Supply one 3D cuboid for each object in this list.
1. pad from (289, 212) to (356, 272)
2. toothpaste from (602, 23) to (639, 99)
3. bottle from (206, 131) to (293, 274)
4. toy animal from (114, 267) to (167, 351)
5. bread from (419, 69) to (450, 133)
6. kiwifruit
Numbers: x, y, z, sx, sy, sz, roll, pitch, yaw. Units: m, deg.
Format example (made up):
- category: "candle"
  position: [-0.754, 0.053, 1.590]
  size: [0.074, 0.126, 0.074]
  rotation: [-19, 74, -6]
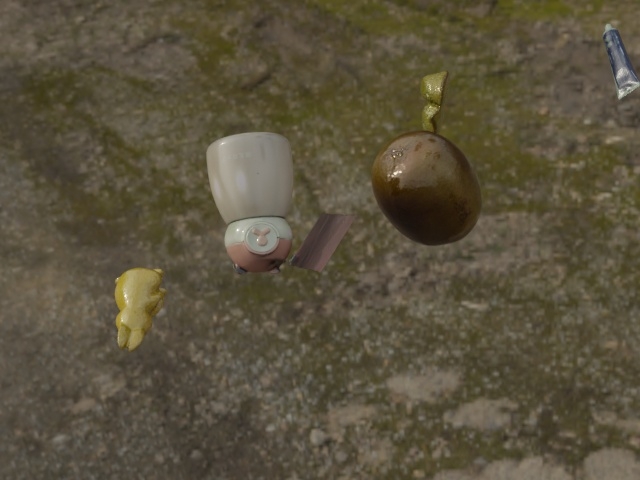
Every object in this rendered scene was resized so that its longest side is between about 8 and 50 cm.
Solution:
- category: "pad"
  position: [0.000, 0.000, 1.677]
  size: [0.113, 0.006, 0.188]
  rotation: [-57, 17, -7]
- category: "toothpaste"
  position: [0.416, -0.254, 1.368]
  size: [0.021, 0.037, 0.140]
  rotation: [22, 46, -30]
- category: "bottle"
  position: [-0.112, -0.056, 1.679]
  size: [0.147, 0.236, 0.147]
  rotation: [-7, -9, -1]
- category: "toy animal"
  position: [-0.291, 0.116, 1.516]
  size: [0.083, 0.070, 0.159]
  rotation: [1, 44, 2]
- category: "bread"
  position: [0.256, -0.311, 2.225]
  size: [0.065, 0.149, 0.187]
  rotation: [6, 21, 9]
- category: "kiwifruit"
  position: [0.204, -0.092, 1.852]
  size: [0.196, 0.234, 0.196]
  rotation: [-26, 33, 18]
